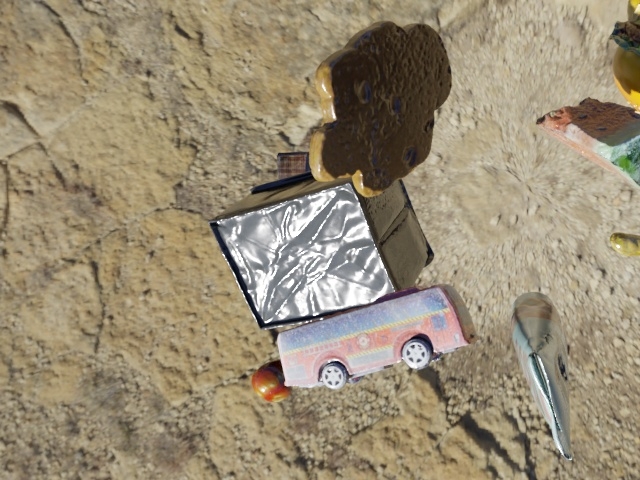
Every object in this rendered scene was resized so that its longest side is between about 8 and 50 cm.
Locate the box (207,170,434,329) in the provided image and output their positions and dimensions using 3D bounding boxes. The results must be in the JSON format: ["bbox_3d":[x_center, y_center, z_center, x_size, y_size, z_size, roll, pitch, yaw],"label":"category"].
[{"bbox_3d":[0.000,0.000,1.340,0.345,0.204,0.251,-15,107,30],"label":"box"}]

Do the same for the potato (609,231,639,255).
[{"bbox_3d":[0.632,0.010,1.395,0.092,0.045,0.046,9,102,-12],"label":"potato"}]

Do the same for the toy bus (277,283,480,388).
[{"bbox_3d":[0.052,0.096,0.667,0.192,0.065,0.077,-20,81,21],"label":"toy bus"}]

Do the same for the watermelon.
[{"bbox_3d":[0.560,-0.219,1.396,0.256,0.193,0.140,34,92,41],"label":"watermelon"}]

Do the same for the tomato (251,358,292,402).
[{"bbox_3d":[-0.091,0.275,1.333,0.087,0.087,0.075,-40,67,16],"label":"tomato"}]

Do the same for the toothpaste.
[{"bbox_3d":[0.139,0.069,0.431,0.036,0.205,0.056,-21,92,16],"label":"toothpaste"}]

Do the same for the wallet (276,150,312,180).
[{"bbox_3d":[-0.007,-0.195,1.948,0.230,0.042,0.124,-2,112,5],"label":"wallet"}]

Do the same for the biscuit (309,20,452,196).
[{"bbox_3d":[0.079,-0.174,0.903,0.041,0.290,0.208,11,136,46],"label":"biscuit"}]

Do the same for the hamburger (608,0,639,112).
[{"bbox_3d":[0.466,-0.212,0.827,0.246,0.246,0.170,16,119,15],"label":"hamburger"}]
